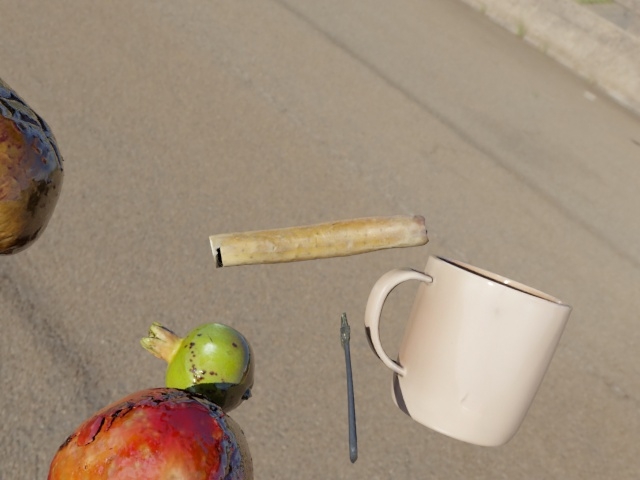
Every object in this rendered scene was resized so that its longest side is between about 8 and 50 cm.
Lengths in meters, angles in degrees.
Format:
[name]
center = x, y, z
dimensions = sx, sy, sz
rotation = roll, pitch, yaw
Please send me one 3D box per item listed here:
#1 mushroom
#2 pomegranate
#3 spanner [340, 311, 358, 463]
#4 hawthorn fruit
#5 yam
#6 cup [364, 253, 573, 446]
[mushroom]
center = -0.347, -0.101, 0.876
dimensions = 0.231, 0.138, 0.194
rotation = 58, 16, -5
[pomegranate]
center = -0.202, 0.206, 1.403
dimensions = 0.205, 0.159, 0.159
rotation = 32, 29, -5
[spanner]
center = 0.032, 0.158, 0.948
dimensions = 0.012, 0.046, 0.209
rotation = -3, 40, 0
[hawthorn fruit]
center = -0.241, 0.352, 1.186
dimensions = 0.315, 0.316, 0.316
rotation = 21, 30, -13
[yam]
center = 0.000, 0.000, 1.021
dimensions = 0.263, 0.046, 0.046
rotation = -6, 36, -5
[cup]
center = 0.169, 0.134, 1.085
dimensions = 0.252, 0.201, 0.191
rotation = 19, 5, -18
